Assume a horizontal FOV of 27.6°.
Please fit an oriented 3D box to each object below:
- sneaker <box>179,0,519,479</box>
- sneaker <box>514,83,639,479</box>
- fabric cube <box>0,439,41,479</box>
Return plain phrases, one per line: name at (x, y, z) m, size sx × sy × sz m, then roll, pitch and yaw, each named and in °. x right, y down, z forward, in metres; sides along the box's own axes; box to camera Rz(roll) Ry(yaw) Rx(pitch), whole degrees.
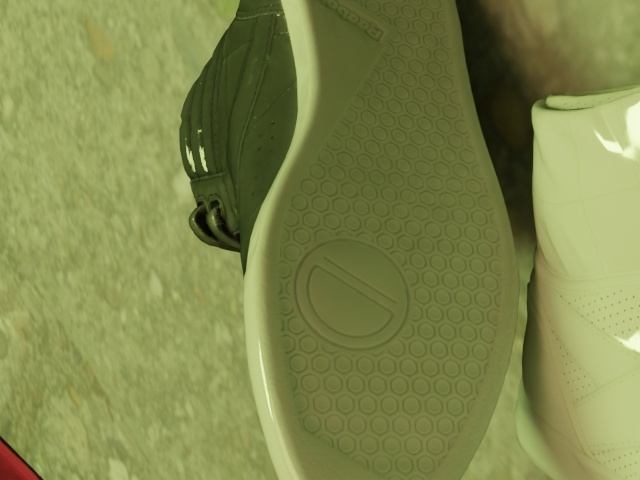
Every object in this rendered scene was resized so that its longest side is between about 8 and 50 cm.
sneaker at (0.000, 0.000, 0.554) m, size 0.147 × 0.105 × 0.295 m, roll 126°, pitch 148°, yaw -53°
sneaker at (0.153, 0.025, 0.395) m, size 0.292 × 0.108 × 0.169 m, roll 25°, pitch 123°, yaw 58°
fabric cube at (-0.309, 0.339, 0.984) m, size 0.254 × 0.259 × 0.258 m, roll 33°, pitch 127°, yaw 41°
